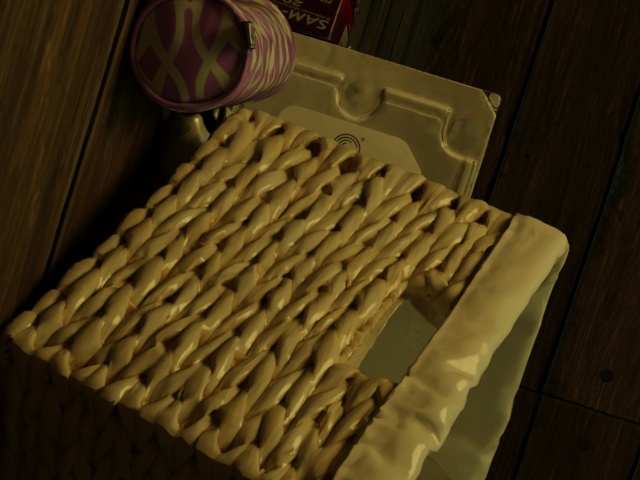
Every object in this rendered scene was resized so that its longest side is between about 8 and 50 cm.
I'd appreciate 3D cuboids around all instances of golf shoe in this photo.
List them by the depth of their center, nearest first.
[{"bbox_3d":[-0.080,-0.084,1.147,0.176,0.069,0.086,-60,161,-68],"label":"golf shoe"}]

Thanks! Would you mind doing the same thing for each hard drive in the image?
[{"bbox_3d":[0.000,0.000,1.294,0.064,0.236,0.339,-12,121,-84],"label":"hard drive"}]

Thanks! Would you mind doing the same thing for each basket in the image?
[{"bbox_3d":[-0.034,0.138,1.003,0.328,0.266,0.331,-49,159,-45],"label":"basket"}]

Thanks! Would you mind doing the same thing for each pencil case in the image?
[{"bbox_3d":[-0.071,-0.134,1.010,0.206,0.086,0.088,-41,115,-81],"label":"pencil case"}]

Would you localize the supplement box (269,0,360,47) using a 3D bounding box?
[{"bbox_3d":[0.019,-0.295,1.387,0.130,0.073,0.239,55,54,-83],"label":"supplement box"}]

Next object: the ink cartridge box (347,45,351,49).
[{"bbox_3d":[-0.037,-0.089,1.564,0.171,0.056,0.235,-57,163,-68],"label":"ink cartridge box"}]
